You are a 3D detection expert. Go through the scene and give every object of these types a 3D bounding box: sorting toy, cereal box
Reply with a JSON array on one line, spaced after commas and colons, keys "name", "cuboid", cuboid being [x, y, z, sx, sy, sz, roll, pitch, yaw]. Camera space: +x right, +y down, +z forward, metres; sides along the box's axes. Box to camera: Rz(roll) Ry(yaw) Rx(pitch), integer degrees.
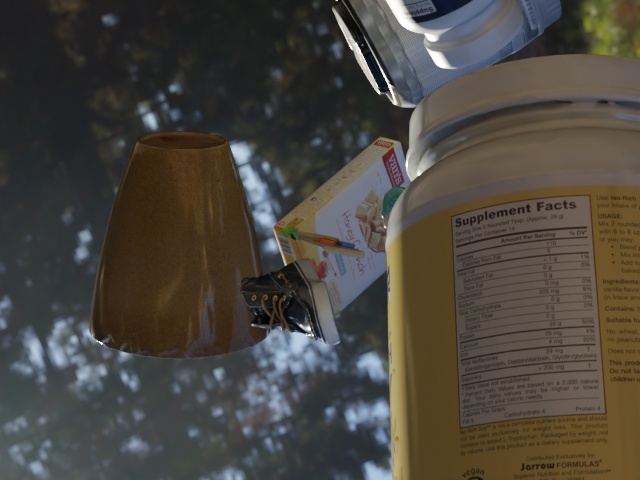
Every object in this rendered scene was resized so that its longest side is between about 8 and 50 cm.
[{"name": "sorting toy", "cuboid": [0.000, 0.000, 1.578, 0.083, 0.012, 0.062, 10, -169, -38]}, {"name": "cereal box", "cuboid": [0.046, -0.014, 2.127, 0.047, 0.173, 0.240, 18, -132, 42]}]

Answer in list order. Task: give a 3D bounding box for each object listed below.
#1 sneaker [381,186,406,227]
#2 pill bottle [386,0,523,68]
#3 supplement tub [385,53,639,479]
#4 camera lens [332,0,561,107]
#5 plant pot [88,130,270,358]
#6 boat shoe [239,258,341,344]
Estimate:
[{"name": "sneaker", "cuboid": [0.137, -0.002, 1.838, 0.065, 0.166, 0.076, -37, -170, 17]}, {"name": "pill bottle", "cuboid": [0.134, -0.347, 1.797, 0.153, 0.265, 0.153, -25, -150, 16]}, {"name": "supplement tub", "cuboid": [0.162, 0.073, 0.954, 0.241, 0.331, 0.241, 0, 160, 0]}, {"name": "camera lens", "cuboid": [0.169, -0.331, 2.078, 0.274, 0.219, 0.219, -29, -162, 1]}, {"name": "plant pot", "cuboid": [-0.179, -0.006, 1.916, 0.237, 0.254, 0.237, 2, -166, -1]}, {"name": "boat shoe", "cuboid": [-0.033, 0.073, 1.539, 0.083, 0.065, 0.183, -17, -164, -6]}]
